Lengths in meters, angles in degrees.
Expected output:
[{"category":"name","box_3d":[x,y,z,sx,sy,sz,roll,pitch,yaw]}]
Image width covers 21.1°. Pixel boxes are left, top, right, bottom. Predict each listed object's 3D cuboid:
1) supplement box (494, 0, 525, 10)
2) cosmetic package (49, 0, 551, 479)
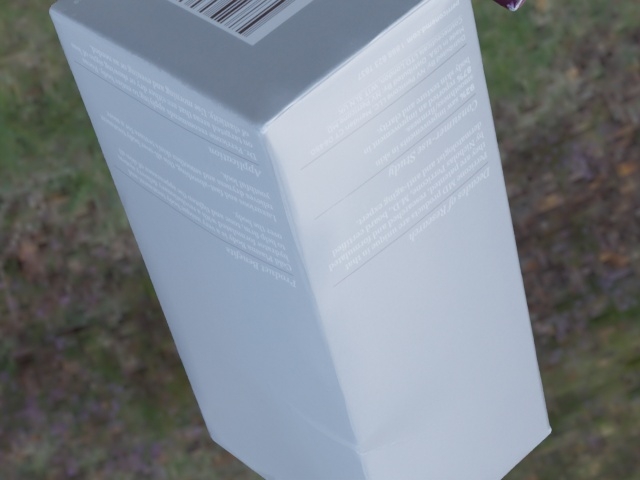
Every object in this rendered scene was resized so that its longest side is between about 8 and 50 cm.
[{"category":"supplement box","box_3d":[-0.003,-0.194,0.644,0.073,0.239,0.130,-54,-172,26]},{"category":"cosmetic package","box_3d":[0.000,0.000,0.652,0.107,0.127,0.238,-40,138,-22]}]
